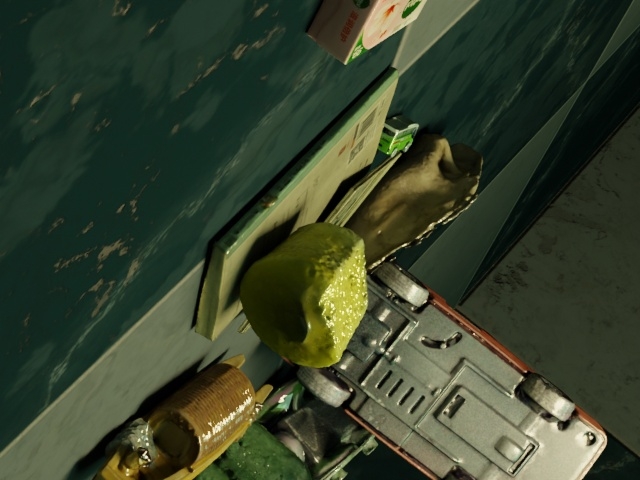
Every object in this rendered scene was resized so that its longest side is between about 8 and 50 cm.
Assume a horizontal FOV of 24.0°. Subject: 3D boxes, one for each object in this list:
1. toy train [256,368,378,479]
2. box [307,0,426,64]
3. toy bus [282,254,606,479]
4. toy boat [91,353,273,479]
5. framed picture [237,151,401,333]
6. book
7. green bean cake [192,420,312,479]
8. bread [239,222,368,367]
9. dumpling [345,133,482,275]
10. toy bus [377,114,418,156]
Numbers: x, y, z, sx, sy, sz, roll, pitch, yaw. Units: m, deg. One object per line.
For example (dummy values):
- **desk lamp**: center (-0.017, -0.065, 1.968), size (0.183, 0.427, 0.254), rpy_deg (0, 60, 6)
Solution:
- **toy train**: center (-0.044, 0.316, 2.292), size (0.249, 0.173, 0.307), rpy_deg (-46, 172, 24)
- **box**: center (0.052, -0.207, 1.233), size (0.125, 0.043, 0.089), rpy_deg (-39, 164, -47)
- **toy bus**: center (0.157, 0.188, 2.005), size (0.203, 0.427, 0.233), rpy_deg (-52, -179, 5)
- **toy boat**: center (-0.147, 0.210, 1.684), size (0.115, 0.089, 0.310), rpy_deg (-46, 173, 28)
- **framed picture**: center (0.000, 0.000, 1.721), size (0.231, 0.010, 0.173), rpy_deg (-51, 176, 28)
- **book**: center (-0.023, -0.036, 1.554), size (0.283, 0.025, 0.215), rpy_deg (-46, 167, -27)
- **green bean cake**: center (-0.156, 0.377, 2.013), size (0.300, 0.169, 0.308), rpy_deg (-48, 170, -6)
- **bread**: center (-0.014, 0.052, 1.509), size (0.114, 0.111, 0.129), rpy_deg (-45, 143, -49)
- **dumpling**: center (0.108, -0.055, 1.859), size (0.332, 0.086, 0.166), rpy_deg (-46, -166, -35)
- **toy bus**: center (0.083, -0.119, 1.697), size (0.037, 0.031, 0.083), rpy_deg (-65, 165, 20)
